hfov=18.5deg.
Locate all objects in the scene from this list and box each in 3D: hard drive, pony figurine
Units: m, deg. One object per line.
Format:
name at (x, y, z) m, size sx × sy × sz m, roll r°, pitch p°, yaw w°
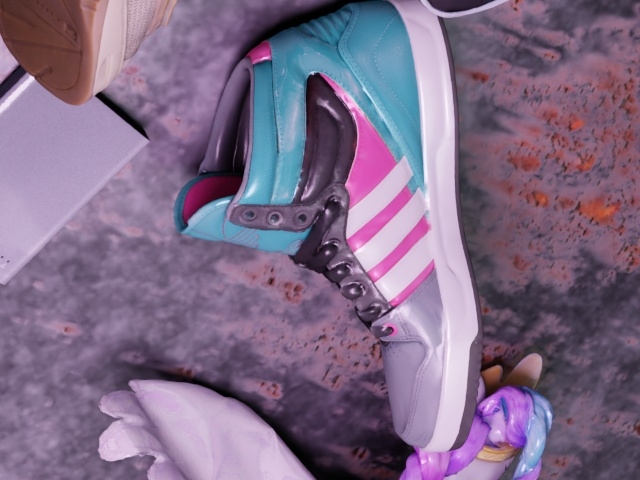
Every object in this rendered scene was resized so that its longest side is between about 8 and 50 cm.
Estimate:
hard drive at (-0.186, -0.046, 1.228) m, size 0.135 × 0.022 × 0.094 m, roll -44°, pitch 125°, yaw 8°
pony figurine at (0.009, 0.240, 1.362) m, size 0.351 × 0.303 × 0.363 m, roll -2°, pitch 123°, yaw -58°

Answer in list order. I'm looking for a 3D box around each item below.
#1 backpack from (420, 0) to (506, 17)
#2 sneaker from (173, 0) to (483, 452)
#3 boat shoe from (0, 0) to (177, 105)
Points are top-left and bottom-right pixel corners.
backpack at (0.127, -0.273, 1.105) m, size 0.253 × 0.191 × 0.225 m, roll -21°, pitch 128°, yaw 1°
sneaker at (0.000, 0.000, 1.238) m, size 0.178 × 0.124 × 0.295 m, roll -8°, pitch 97°, yaw -14°
boat shoe at (-0.108, -0.189, 1.061) m, size 0.098 × 0.109 × 0.302 m, roll -41°, pitch 166°, yaw -28°
